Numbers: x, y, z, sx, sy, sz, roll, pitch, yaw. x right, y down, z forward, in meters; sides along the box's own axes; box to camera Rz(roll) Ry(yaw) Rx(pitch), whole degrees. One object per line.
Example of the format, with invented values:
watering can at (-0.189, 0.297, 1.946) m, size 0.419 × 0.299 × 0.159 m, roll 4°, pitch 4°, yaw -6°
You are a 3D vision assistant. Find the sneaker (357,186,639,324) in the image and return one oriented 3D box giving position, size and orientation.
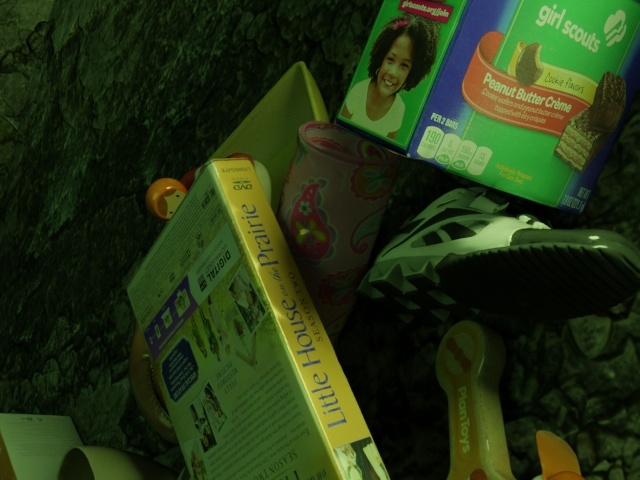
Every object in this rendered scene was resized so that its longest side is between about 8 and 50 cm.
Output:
sneaker at (0.174, -0.003, 0.801) m, size 0.330 × 0.122 × 0.146 m, roll -7°, pitch 50°, yaw 52°

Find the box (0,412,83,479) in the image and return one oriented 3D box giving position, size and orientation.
box at (-0.555, 0.526, 1.554) m, size 0.345 × 0.168 × 0.215 m, roll 37°, pitch 109°, yaw 50°

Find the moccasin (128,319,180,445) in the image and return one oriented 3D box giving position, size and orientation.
moccasin at (-0.211, 0.149, 1.249) m, size 0.147 × 0.139 × 0.380 m, roll -46°, pitch 29°, yaw 27°

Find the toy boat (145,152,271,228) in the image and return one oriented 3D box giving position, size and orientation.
toy boat at (-0.174, -0.048, 1.116) m, size 0.231 × 0.151 × 0.151 m, roll -11°, pitch 72°, yaw 50°

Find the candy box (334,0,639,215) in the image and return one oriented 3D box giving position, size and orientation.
candy box at (0.194, -0.206, 0.725) m, size 0.122 × 0.268 × 0.317 m, roll 32°, pitch 105°, yaw 48°

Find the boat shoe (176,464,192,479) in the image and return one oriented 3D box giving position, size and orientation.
boat shoe at (-0.143, 0.369, 1.046) m, size 0.097 × 0.116 × 0.324 m, roll -56°, pitch 11°, yaw 13°

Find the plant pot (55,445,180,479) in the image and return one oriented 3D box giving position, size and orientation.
plant pot at (-0.275, 0.446, 1.185) m, size 0.284 × 0.191 × 0.284 m, roll -12°, pitch 76°, yaw 56°

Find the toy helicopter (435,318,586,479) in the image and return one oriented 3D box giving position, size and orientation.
toy helicopter at (0.164, 0.230, 0.756) m, size 0.235 × 0.140 × 0.355 m, roll -43°, pitch 36°, yaw 45°

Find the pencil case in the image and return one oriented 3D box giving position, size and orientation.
pencil case at (0.000, 0.000, 0.907) m, size 0.124 × 0.124 × 0.284 m, roll 47°, pitch 130°, yaw 48°

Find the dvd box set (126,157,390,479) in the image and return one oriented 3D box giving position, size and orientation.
dvd box set at (-0.089, 0.163, 0.901) m, size 0.307 × 0.062 × 0.420 m, roll -48°, pitch 59°, yaw 46°

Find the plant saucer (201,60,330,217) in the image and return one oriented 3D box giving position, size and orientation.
plant saucer at (-0.064, -0.033, 1.162) m, size 0.333 × 0.081 × 0.333 m, roll -40°, pitch 51°, yaw 38°
